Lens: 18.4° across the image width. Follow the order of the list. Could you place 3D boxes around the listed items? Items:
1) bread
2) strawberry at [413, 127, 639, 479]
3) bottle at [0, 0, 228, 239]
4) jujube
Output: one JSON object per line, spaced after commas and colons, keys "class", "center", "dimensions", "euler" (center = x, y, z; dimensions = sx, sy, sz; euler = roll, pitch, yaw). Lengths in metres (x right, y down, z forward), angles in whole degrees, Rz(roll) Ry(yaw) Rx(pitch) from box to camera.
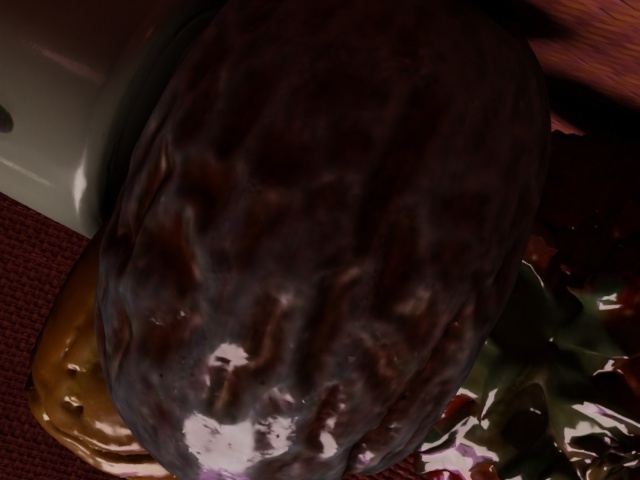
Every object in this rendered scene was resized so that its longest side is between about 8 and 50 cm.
{"class": "bread", "center": [-0.026, 0.015, 1.383], "dimensions": [0.148, 0.328, 0.337], "euler": [37, -168, 18]}
{"class": "strawberry", "center": [0.212, 0.049, 1.346], "dimensions": [0.312, 0.267, 0.351], "euler": [1, -167, 21]}
{"class": "bottle", "center": [-0.248, -0.155, 1.360], "dimensions": [0.352, 0.229, 0.229], "euler": [27, 180, 15]}
{"class": "jujube", "center": [-0.009, -0.003, 1.108], "dimensions": [0.215, 0.308, 0.246], "euler": [21, -177, -13]}
